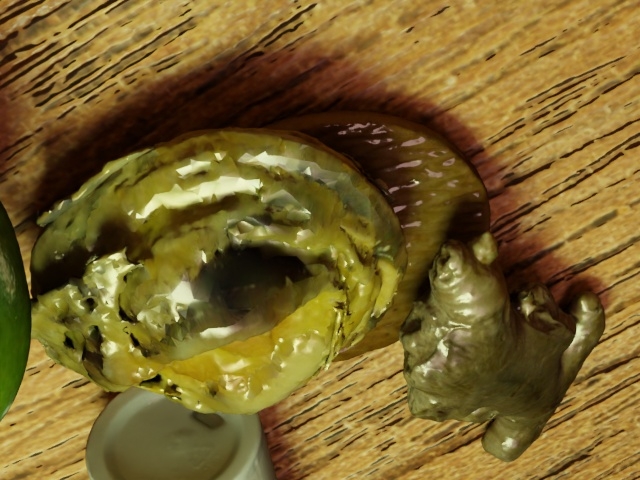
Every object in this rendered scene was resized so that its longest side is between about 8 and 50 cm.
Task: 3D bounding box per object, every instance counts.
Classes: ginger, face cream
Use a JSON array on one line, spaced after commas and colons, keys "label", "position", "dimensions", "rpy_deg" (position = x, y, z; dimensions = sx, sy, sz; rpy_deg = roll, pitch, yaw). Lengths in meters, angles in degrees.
[{"label": "ginger", "position": [0.148, 0.090, 1.419], "dimensions": [0.166, 0.080, 0.333], "rpy_deg": [-41, 145, 8]}, {"label": "face cream", "position": [-0.087, 0.280, 1.519], "dimensions": [0.145, 0.145, 0.369], "rpy_deg": [-15, 135, -1]}]

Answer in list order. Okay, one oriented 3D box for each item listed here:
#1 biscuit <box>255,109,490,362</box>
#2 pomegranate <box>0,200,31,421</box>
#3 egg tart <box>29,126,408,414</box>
[{"label": "biscuit", "position": [0.000, 0.000, 1.343], "dimensions": [0.262, 0.037, 0.262], "rpy_deg": [-8, 136, -8]}, {"label": "pomegranate", "position": [-0.293, 0.023, 1.080], "dimensions": [0.216, 0.358, 0.310], "rpy_deg": [-37, 114, -6]}, {"label": "egg tart", "position": [-0.076, 0.046, 1.260], "dimensions": [0.297, 0.132, 0.297], "rpy_deg": [-6, 140, -5]}]
